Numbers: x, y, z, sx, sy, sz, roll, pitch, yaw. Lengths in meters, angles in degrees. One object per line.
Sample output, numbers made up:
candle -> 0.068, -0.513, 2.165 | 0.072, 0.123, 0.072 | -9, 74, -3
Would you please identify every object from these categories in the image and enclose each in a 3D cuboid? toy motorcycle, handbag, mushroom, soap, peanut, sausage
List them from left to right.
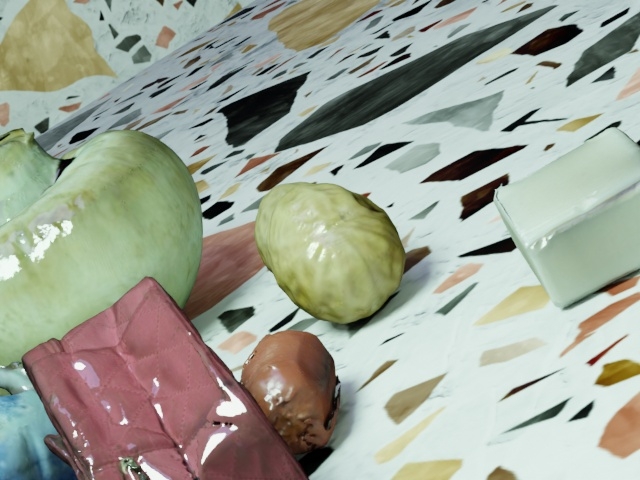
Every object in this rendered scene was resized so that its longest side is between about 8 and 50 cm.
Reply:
toy motorcycle -> -0.271, 0.153, 1.397 | 0.241, 0.182, 0.319 | -44, 11, -7
mushroom -> -0.277, 0.017, 1.760 | 0.352, 0.260, 0.352 | -26, 9, 5
handbag -> -0.104, 0.135, 1.197 | 0.135, 0.146, 0.225 | -32, 41, -8
sausage -> -0.023, 0.112, 1.338 | 0.076, 0.076, 0.141 | -26, 17, 11
peanut -> 0.000, 0.000, 1.579 | 0.110, 0.120, 0.236 | -67, 20, 7
soap -> 0.206, -0.022, 1.384 | 0.121, 0.064, 0.183 | -29, 14, 5
